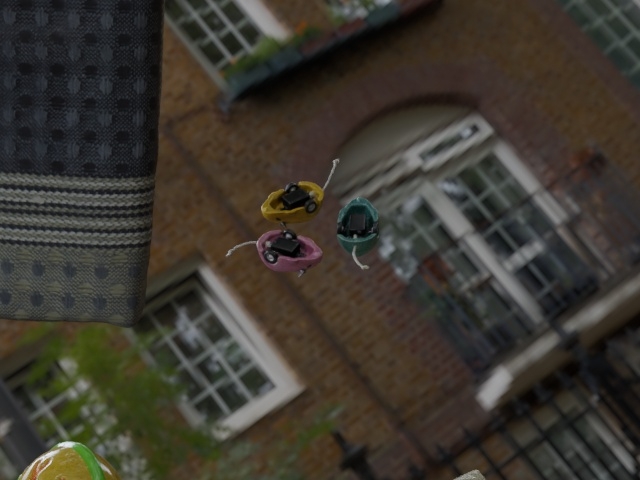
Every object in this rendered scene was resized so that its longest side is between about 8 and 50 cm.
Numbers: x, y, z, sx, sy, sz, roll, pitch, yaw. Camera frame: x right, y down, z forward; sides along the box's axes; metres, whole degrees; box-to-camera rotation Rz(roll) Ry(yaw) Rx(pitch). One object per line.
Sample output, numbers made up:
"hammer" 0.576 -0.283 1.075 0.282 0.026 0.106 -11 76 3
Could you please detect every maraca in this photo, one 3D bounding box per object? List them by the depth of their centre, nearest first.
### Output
"maraca" -0.231 0.246 1.278 0.099 0.127 0.186 6 -22 -34

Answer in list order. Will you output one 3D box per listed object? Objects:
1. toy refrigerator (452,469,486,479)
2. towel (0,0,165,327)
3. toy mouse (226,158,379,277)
"toy refrigerator" 0.030 0.280 1.127 0.270 0.094 0.102 -20 -31 -34
"towel" -0.241 -0.115 0.772 0.056 0.324 0.312 -63 -23 -75
"toy mouse" 0.000 0.000 1.310 0.161 0.143 0.031 -29 -44 -28
